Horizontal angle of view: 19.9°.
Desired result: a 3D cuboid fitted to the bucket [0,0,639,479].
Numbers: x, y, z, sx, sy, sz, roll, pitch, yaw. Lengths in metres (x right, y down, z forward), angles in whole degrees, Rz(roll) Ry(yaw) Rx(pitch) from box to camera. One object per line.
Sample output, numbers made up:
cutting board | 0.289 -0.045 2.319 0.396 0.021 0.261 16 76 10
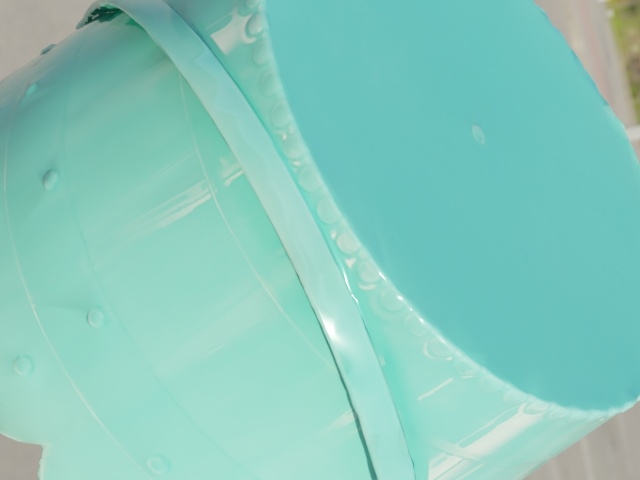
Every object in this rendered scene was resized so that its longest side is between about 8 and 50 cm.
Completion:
bucket | 0.000 0.000 0.751 0.281 0.183 0.281 32 40 -32
